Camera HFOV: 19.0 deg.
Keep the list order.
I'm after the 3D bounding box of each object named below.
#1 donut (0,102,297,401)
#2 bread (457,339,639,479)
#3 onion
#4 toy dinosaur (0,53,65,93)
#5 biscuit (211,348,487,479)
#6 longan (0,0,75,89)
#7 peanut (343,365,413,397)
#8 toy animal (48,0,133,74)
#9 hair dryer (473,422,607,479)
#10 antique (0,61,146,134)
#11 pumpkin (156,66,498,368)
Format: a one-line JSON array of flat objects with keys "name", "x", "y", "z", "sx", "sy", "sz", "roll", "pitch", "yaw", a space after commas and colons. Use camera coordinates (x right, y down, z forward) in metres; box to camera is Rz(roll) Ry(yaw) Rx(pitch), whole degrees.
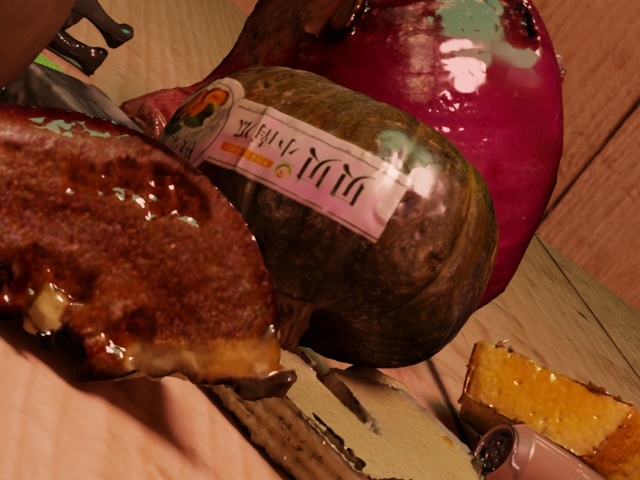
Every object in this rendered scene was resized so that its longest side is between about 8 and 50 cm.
[{"name": "donut", "x": -0.110, "y": 0.007, "z": 1.068, "sx": 0.186, "sy": 0.144, "sz": 0.126, "roll": 8, "pitch": -2, "yaw": -19}, {"name": "bread", "x": 0.181, "y": 0.143, "z": 1.544, "sx": 0.187, "sy": 0.065, "sz": 0.103, "roll": 27, "pitch": -16, "yaw": 30}, {"name": "onion", "x": 0.009, "y": -0.095, "z": 1.619, "sx": 0.385, "sy": 0.348, "sz": 0.348, "roll": -3, "pitch": 21, "yaw": -10}, {"name": "toy dinosaur", "x": -0.407, "y": -0.262, "z": 1.356, "sx": 0.500, "sy": 0.144, "sz": 0.374, "roll": 23, "pitch": 29, "yaw": -47}, {"name": "biscuit", "x": 0.032, "y": 0.132, "z": 1.247, "sx": 0.147, "sy": 0.046, "sz": 0.250, "roll": 42, "pitch": 11, "yaw": 29}, {"name": "longan", "x": -0.258, "y": -0.174, "z": 0.990, "sx": 0.300, "sy": 0.243, "sz": 0.300, "roll": 5, "pitch": -23, "yaw": 2}, {"name": "peanut", "x": 0.038, "y": 0.112, "z": 1.408, "sx": 0.083, "sy": 0.037, "sz": 0.037, "roll": 23, "pitch": 17, "yaw": -38}, {"name": "toy animal", "x": -0.255, "y": -0.263, "z": 1.827, "sx": 0.146, "sy": 0.114, "sz": 0.245, "roll": 34, "pitch": 10, "yaw": -30}, {"name": "hair dryer", "x": 0.181, "y": 0.214, "z": 1.401, "sx": 0.117, "sy": 0.064, "sz": 0.182, "roll": 35, "pitch": 15, "yaw": -25}, {"name": "antique", "x": -0.136, "y": -0.022, "z": 1.220, "sx": 0.183, "sy": 0.088, "sz": 0.086, "roll": 43, "pitch": 11, "yaw": 27}, {"name": "pumpkin", "x": -0.002, "y": 0.002, "z": 1.330, "sx": 0.260, "sy": 0.189, "sz": 0.260, "roll": 28, "pitch": -10, "yaw": 6}]
